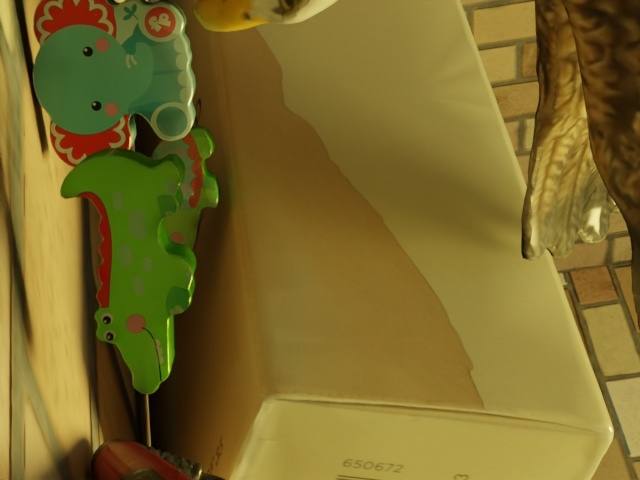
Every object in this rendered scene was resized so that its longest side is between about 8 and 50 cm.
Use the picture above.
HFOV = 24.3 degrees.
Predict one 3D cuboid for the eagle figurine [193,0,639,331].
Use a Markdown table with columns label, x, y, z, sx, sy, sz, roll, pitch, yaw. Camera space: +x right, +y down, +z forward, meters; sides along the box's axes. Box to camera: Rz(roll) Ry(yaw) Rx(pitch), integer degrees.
| label | x | y | z | sx | sy | sz | roll | pitch | yaw |
| --- | --- | --- | --- | --- | --- | --- | --- | --- | --- |
| eagle figurine | 0.068 | -0.101 | 0.388 | 0.225 | 0.298 | 0.226 | -17 | -144 | 52 |

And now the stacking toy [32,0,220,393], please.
| label | x | y | z | sx | sy | sz | roll | pitch | yaw |
| --- | --- | --- | --- | --- | --- | --- | --- | --- | --- |
| stacking toy | -0.065 | -0.083 | 0.414 | 0.167 | 0.052 | 0.221 | -99 | -177 | -81 |

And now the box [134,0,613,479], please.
| label | x | y | z | sx | sy | sz | roll | pitch | yaw |
| --- | --- | --- | --- | --- | --- | --- | --- | --- | --- |
| box | 0.000 | 0.000 | 0.602 | 0.311 | 0.121 | 0.148 | -102 | -155 | -49 |

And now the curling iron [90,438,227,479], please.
| label | x | y | z | sx | sy | sz | roll | pitch | yaw |
| --- | --- | --- | --- | --- | --- | --- | --- | --- | --- |
| curling iron | -0.008 | 0.074 | 0.310 | 0.035 | 0.068 | 0.274 | -65 | -168 | -9 |
